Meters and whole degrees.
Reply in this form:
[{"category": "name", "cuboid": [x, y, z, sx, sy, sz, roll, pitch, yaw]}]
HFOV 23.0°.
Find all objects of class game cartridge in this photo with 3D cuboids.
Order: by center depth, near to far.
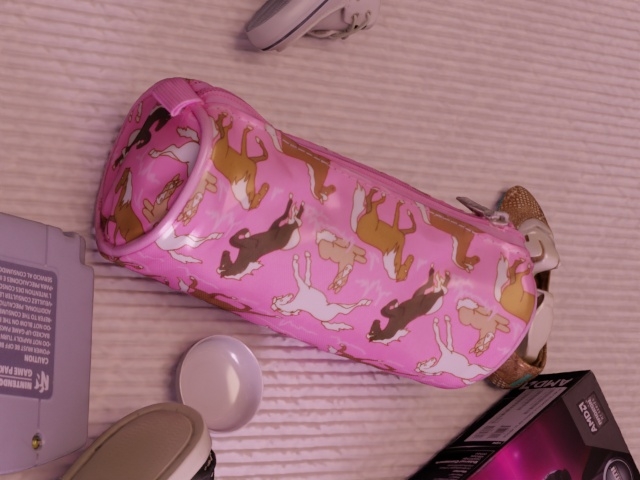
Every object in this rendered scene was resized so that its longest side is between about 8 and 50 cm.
[{"category": "game cartridge", "cuboid": [-0.270, 0.070, 1.112, 0.294, 0.060, 0.196, 18, 66, -58]}]

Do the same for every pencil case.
[{"category": "pencil case", "cuboid": [0.000, 0.000, 1.324, 0.386, 0.160, 0.167, 22, 70, -32]}]

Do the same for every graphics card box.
[{"category": "graphics card box", "cuboid": [0.159, 0.307, 1.431, 0.371, 0.094, 0.233, -33, 102, -37]}]

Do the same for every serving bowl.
[{"category": "serving bowl", "cuboid": [-0.089, 0.121, 1.315, 0.083, 0.027, 0.083, 8, 77, -37]}]

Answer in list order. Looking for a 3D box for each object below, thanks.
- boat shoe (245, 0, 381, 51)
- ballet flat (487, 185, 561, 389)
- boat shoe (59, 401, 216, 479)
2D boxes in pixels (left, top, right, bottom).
[{"category": "boat shoe", "cuboid": [0.025, -0.222, 1.428, 0.226, 0.083, 0.076, -45, 108, -34]}, {"category": "ballet flat", "cuboid": [0.203, 0.043, 1.527, 0.073, 0.067, 0.206, 15, 72, -33]}, {"category": "boat shoe", "cuboid": [-0.193, 0.267, 1.156, 0.340, 0.127, 0.113, -48, 133, -35]}]
